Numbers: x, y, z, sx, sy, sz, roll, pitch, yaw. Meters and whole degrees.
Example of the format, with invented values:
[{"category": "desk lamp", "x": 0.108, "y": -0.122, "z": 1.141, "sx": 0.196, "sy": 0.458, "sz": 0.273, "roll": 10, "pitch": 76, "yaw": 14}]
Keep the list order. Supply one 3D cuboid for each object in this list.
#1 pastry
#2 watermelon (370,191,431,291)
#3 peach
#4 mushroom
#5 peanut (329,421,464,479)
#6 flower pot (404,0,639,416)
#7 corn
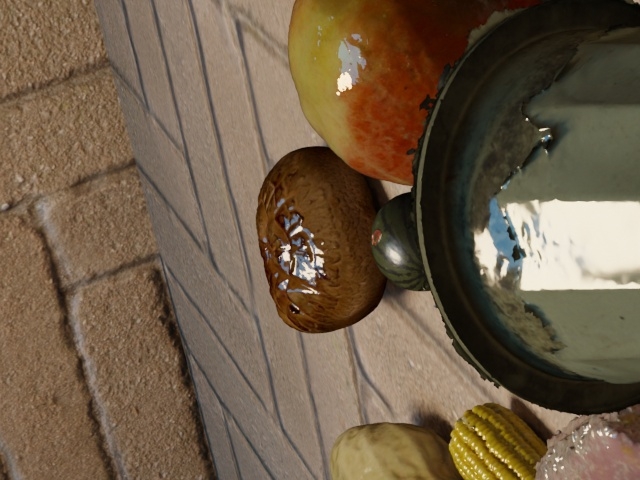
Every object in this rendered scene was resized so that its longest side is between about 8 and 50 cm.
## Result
[{"category": "pastry", "x": 0.255, "y": 0.197, "z": 1.320, "sx": 0.103, "sy": 0.112, "sz": 0.265, "roll": 55, "pitch": 163, "yaw": 12}, {"category": "watermelon", "x": 0.107, "y": 0.009, "z": 1.582, "sx": 0.133, "sy": 0.105, "sz": 0.105, "roll": -98, "pitch": 0, "yaw": -50}, {"category": "peach", "x": 0.082, "y": -0.178, "z": 1.237, "sx": 0.232, "sy": 0.232, "sz": 0.256, "roll": 57, "pitch": 152, "yaw": 38}, {"category": "mushroom", "x": 0.000, "y": 0.000, "z": 1.888, "sx": 0.253, "sy": 0.153, "sz": 0.253, "roll": 170, "pitch": 90, "yaw": -74}, {"category": "peanut", "x": 0.126, "y": 0.324, "z": 1.869, "sx": 0.313, "sy": 0.152, "sz": 0.152, "roll": 44, "pitch": 150, "yaw": 53}, {"category": "flower pot", "x": 0.229, "y": -0.027, "z": 0.887, "sx": 0.259, "sy": 0.290, "sz": 0.290, "roll": 0, "pitch": 110, "yaw": 63}, {"category": "corn", "x": 0.219, "y": 0.260, "z": 1.561, "sx": 0.244, "sy": 0.093, "sz": 0.093, "roll": 47, "pitch": 153, "yaw": 53}]
